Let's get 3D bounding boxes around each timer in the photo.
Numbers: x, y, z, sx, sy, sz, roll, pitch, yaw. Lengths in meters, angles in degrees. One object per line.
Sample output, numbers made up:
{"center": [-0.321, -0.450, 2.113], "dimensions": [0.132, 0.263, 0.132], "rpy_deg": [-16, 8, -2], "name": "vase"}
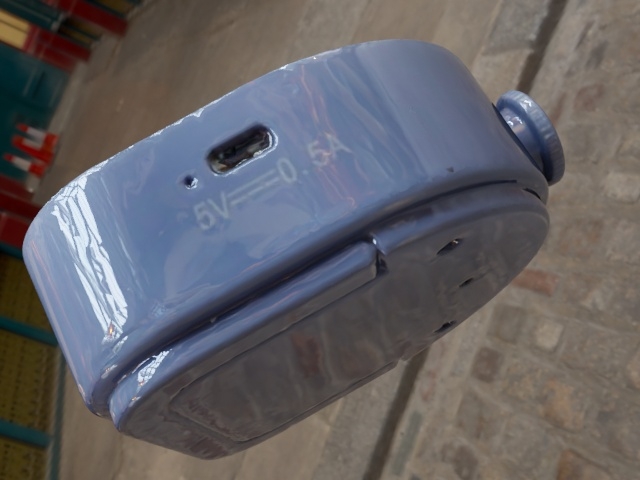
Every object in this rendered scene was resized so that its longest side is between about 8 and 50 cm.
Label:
{"center": [0.000, 0.000, 0.686], "dimensions": [0.395, 0.395, 0.173], "rpy_deg": [-48, 64, 39], "name": "timer"}
